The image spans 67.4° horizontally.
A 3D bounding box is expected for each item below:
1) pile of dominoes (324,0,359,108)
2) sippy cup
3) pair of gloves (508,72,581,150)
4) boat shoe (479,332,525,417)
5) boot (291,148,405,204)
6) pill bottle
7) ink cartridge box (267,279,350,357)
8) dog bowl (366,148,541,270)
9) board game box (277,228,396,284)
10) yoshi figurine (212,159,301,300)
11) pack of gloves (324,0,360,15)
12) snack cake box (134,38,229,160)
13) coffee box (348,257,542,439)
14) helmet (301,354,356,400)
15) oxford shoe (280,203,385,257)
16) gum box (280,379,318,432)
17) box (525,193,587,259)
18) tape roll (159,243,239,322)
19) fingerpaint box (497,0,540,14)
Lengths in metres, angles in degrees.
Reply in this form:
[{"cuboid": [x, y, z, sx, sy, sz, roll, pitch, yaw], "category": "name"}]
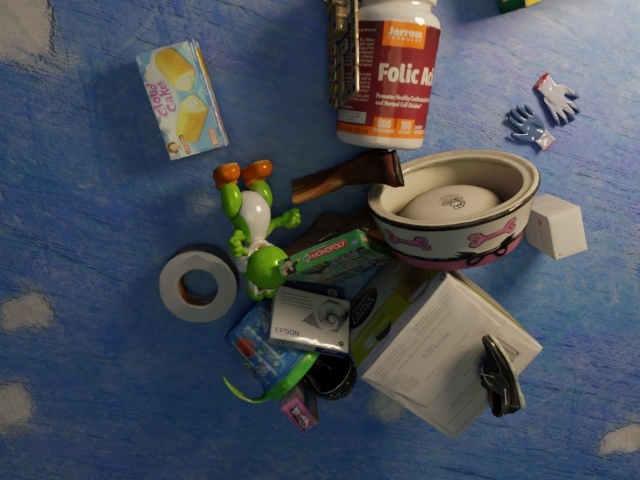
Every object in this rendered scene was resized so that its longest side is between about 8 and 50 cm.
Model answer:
[{"cuboid": [0.035, -0.441, 1.127, 0.040, 0.196, 0.251, 0, 87, -18], "category": "pile of dominoes"}, {"cuboid": [-0.142, 0.290, 1.372, 0.224, 0.305, 0.240, 44, 130, -4], "category": "sippy cup"}, {"cuboid": [0.612, -0.345, 1.319, 0.159, 0.023, 0.198, 39, 100, -12], "category": "pair of gloves"}, {"cuboid": [0.416, 0.322, 1.131, 0.079, 0.084, 0.233, -23, 113, 1], "category": "boat shoe"}, {"cuboid": [0.057, -0.157, 1.215, 0.280, 0.264, 0.096, -18, 117, 0], "category": "boot"}, {"cuboid": [0.164, -0.428, 1.156, 0.224, 0.224, 0.392, 4, 108, -5], "category": "pill bottle"}, {"cuboid": [-0.027, 0.196, 1.330, 0.223, 0.224, 0.045, 14, 141, -14], "category": "ink cartridge box"}, {"cuboid": [0.326, -0.079, 1.198, 0.408, 0.408, 0.150, -14, 119, 1], "category": "dog bowl"}, {"cuboid": [0.056, 0.053, 1.238, 0.214, 0.317, 0.046, -22, 74, 18], "category": "board game box"}, {"cuboid": [-0.156, -0.024, 1.232, 0.204, 0.203, 0.362, -11, 93, 9], "category": "yoshi figurine"}, {"cuboid": [0.022, -0.689, 1.173, 0.232, 0.046, 0.195, 22, 116, -7], "category": "pack of gloves"}, {"cuboid": [-0.345, -0.352, 1.218, 0.152, 0.089, 0.264, -15, 107, 0], "category": "snack cake box"}, {"cuboid": [0.303, 0.246, 1.315, 0.338, 0.334, 0.337, 35, 102, -16], "category": "coffee box"}, {"cuboid": [0.027, 0.395, 1.430, 0.161, 0.169, 0.169, 39, 102, 4], "category": "helmet"}, {"cuboid": [0.000, 0.000, 1.355, 0.364, 0.130, 0.132, -17, 75, 8], "category": "oxford shoe"}, {"cuboid": [-0.063, 0.473, 1.440, 0.062, 0.188, 0.107, -36, 105, 8], "category": "gum box"}, {"cuboid": [0.643, -0.042, 1.336, 0.091, 0.170, 0.130, -19, 108, 2], "category": "box"}, {"cuboid": [-0.345, 0.123, 1.375, 0.219, 0.072, 0.219, -1, 106, -4], "category": "tape roll"}, {"cuboid": [0.561, -0.817, 1.095, 0.371, 0.163, 0.444, -21, 108, 4], "category": "fingerpaint box"}]
